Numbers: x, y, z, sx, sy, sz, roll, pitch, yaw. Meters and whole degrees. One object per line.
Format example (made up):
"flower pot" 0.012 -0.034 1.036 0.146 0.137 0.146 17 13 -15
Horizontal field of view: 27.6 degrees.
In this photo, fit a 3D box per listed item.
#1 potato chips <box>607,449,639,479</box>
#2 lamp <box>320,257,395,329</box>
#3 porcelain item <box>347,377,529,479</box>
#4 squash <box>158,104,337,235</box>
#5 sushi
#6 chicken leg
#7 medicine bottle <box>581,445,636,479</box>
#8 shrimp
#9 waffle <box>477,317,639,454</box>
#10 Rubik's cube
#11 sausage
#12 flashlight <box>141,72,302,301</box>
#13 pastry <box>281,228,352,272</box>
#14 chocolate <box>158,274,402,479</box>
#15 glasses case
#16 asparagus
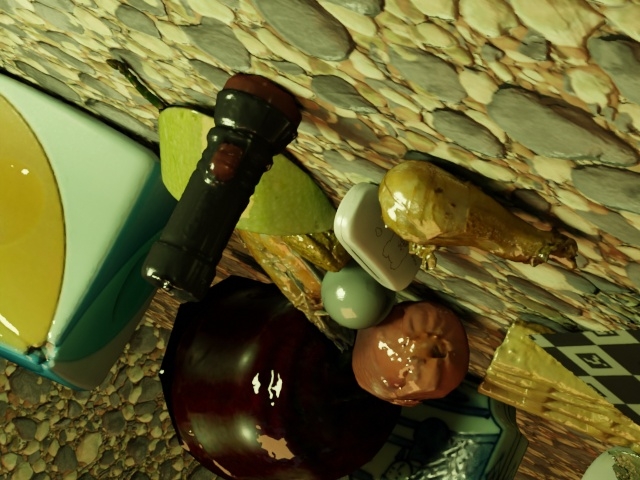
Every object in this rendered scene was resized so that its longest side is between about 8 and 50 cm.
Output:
"potato chips" 0.479 0.376 1.823 0.209 0.026 0.142 56 156 0
"lamp" 0.052 0.071 1.780 0.105 0.105 0.105 26 168 6
"porcelain item" 0.196 0.367 2.276 0.281 0.285 0.157 22 173 33
"squash" -0.089 -0.098 1.572 0.237 0.155 0.204 19 -156 8
"sushi" 0.460 0.163 1.380 0.359 0.064 0.343 37 156 -24
"chicken leg" 0.153 -0.010 1.284 0.208 0.085 0.101 20 124 2
"medicine bottle" 0.573 0.439 1.941 0.211 0.211 0.371 35 166 -30
"shrimp" -0.024 0.059 1.883 0.317 0.062 0.164 52 168 -30
"waffle" 0.366 0.204 1.715 0.304 0.077 0.348 22 169 10
"Rubik's cube" -0.422 -0.006 1.897 0.352 0.347 0.351 25 168 11
"sausage" 0.127 0.163 1.878 0.152 0.152 0.280 28 168 -4
"flashlight" -0.103 -0.051 1.304 0.093 0.232 0.093 25 166 6
"pastry" 0.000 0.000 1.721 0.097 0.057 0.109 22 166 47
"chocolate" -0.037 0.221 2.133 0.384 0.383 0.331 32 152 -20
"glasses case" 0.071 -0.002 1.508 0.049 0.074 0.193 23 167 34
"asparagus" -0.204 -0.175 1.531 0.016 0.016 0.163 51 -176 36
